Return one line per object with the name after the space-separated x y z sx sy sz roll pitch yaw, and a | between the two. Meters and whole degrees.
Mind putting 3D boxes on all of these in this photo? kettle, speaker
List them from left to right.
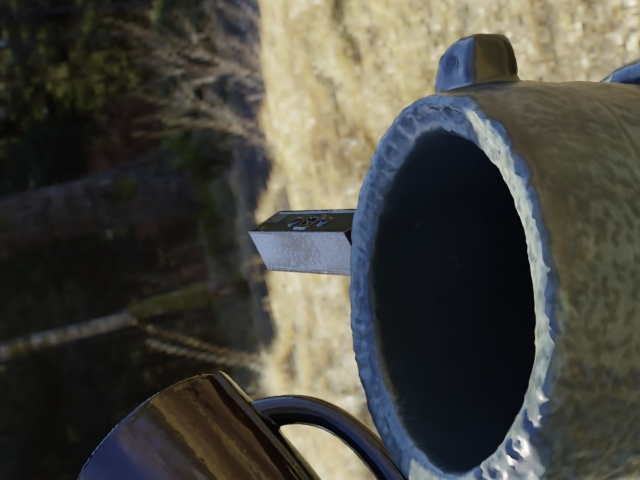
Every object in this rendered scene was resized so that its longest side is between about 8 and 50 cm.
-0.031 0.209 1.034 0.232 0.202 0.144 44 172 23 | kettle
0.000 0.000 1.253 0.046 0.040 0.191 63 157 -13 | speaker

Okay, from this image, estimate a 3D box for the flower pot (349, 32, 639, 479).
0.182 0.019 0.883 0.299 0.282 0.299 177 90 -67 | flower pot
